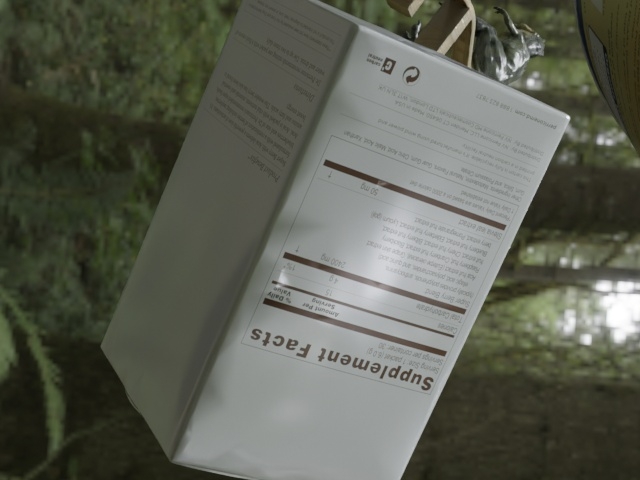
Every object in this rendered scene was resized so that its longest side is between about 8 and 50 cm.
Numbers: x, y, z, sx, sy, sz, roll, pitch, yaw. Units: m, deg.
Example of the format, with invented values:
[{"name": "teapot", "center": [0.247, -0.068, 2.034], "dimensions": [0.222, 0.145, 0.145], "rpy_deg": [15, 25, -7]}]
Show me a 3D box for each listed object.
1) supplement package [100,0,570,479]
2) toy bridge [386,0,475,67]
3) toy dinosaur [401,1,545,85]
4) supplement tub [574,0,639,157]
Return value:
[{"name": "supplement package", "center": [0.000, 0.000, 0.901], "dimensions": [0.293, 0.175, 0.177], "rpy_deg": [-66, -150, 11]}, {"name": "toy bridge", "center": [0.102, -0.174, 1.109], "dimensions": [0.063, 0.026, 0.188], "rpy_deg": [-54, 153, -7]}, {"name": "toy dinosaur", "center": [0.140, -0.177, 1.283], "dimensions": [0.064, 0.118, 0.268], "rpy_deg": [-36, -171, 47]}, {"name": "supplement tub", "center": [0.218, -0.069, 0.448], "dimensions": [0.316, 0.228, 0.228], "rpy_deg": [-85, -178, -68]}]
